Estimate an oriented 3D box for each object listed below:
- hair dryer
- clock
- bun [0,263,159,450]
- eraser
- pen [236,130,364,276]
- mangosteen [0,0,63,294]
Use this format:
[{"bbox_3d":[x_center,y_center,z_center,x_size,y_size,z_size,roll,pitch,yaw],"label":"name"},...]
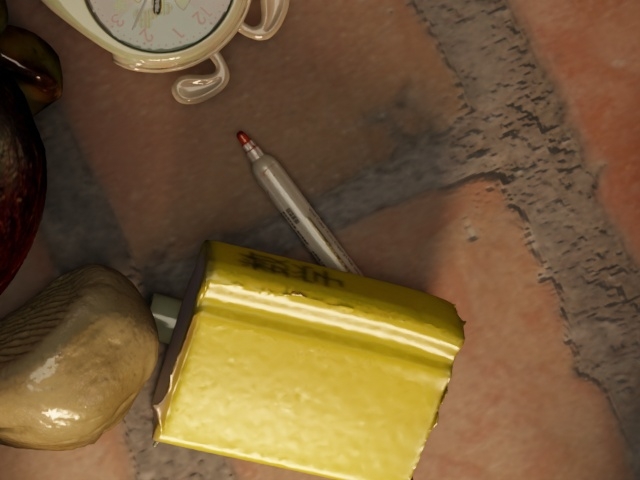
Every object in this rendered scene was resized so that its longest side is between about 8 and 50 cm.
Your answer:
[{"bbox_3d":[-0.121,0.107,1.449,0.063,0.038,0.124,16,103,-4],"label":"hair dryer"},{"bbox_3d":[-0.125,-0.204,1.395,0.191,0.062,0.151,43,91,-8],"label":"clock"},{"bbox_3d":[-0.197,0.103,1.379,0.166,0.173,0.113,-43,107,-18],"label":"bun"},{"bbox_3d":[-0.011,0.100,1.405,0.226,0.069,0.158,13,113,-14],"label":"eraser"},{"bbox_3d":[0.000,0.000,1.446,0.026,0.026,0.218,-37,97,1],"label":"pen"},{"bbox_3d":[-0.344,-0.070,1.291,0.330,0.330,0.330,0,97,-4],"label":"mangosteen"}]
